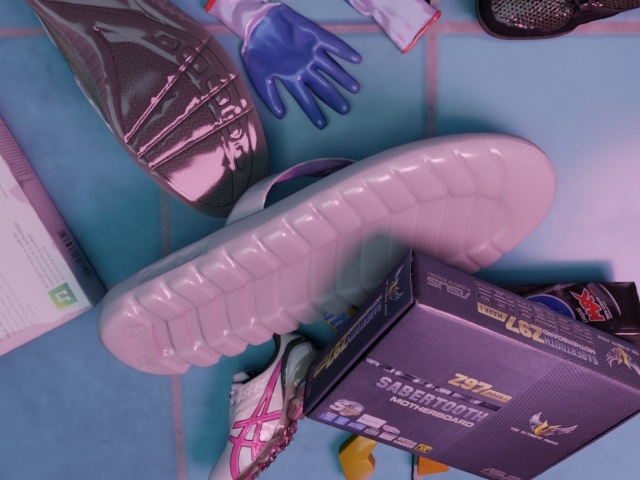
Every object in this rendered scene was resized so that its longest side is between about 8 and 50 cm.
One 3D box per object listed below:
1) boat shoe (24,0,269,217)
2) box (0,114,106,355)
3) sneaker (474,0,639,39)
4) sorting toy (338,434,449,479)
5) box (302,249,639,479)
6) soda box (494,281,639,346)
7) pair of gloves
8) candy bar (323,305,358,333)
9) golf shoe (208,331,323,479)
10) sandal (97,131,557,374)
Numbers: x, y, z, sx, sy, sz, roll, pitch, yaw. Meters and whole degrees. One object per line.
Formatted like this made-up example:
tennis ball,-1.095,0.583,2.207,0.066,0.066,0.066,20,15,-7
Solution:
boat shoe,-0.162,-0.159,0.615,0.118,0.103,0.320,-42,102,-4
box,-0.408,0.032,0.682,0.322,0.058,0.232,-27,100,2
sneaker,0.231,-0.210,0.528,0.228,0.130,0.087,-9,101,12
sorting toy,0.078,0.333,0.730,0.229,0.041,0.307,-12,103,10
box,0.127,0.121,0.597,0.233,0.059,0.183,23,131,-16
soda box,0.194,0.074,0.631,0.169,0.053,0.060,-2,145,7
pair of gloves,0.005,-0.203,0.612,0.198,0.023,0.159,-41,96,15
candy bar,0.044,0.095,0.686,0.161,0.018,0.040,41,105,-5
golf shoe,-0.060,0.171,0.698,0.086,0.067,0.186,38,99,13
sandal,-0.003,-0.010,0.614,0.416,0.102,0.169,-20,139,1
